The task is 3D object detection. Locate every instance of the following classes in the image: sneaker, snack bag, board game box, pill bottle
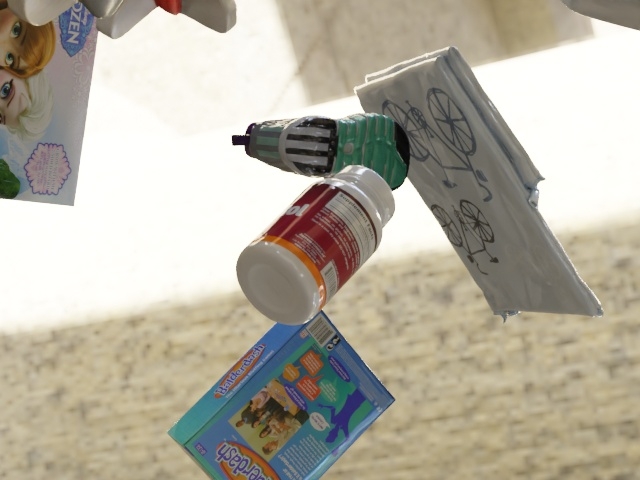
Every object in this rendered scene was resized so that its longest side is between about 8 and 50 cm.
[{"bbox_3d":[0.006,-0.099,1.785,0.224,0.098,0.083,10,89,-56],"label":"sneaker"},{"bbox_3d":[0.178,-0.054,1.923,0.342,0.037,0.323,57,-14,-7],"label":"snack bag"},{"bbox_3d":[-0.040,0.191,1.869,0.210,0.047,0.160,-45,120,-12],"label":"board game box"},{"bbox_3d":[-0.418,-0.211,2.073,0.318,0.066,0.318,5,95,-45],"label":"board game box"},{"bbox_3d":[0.000,0.000,1.512,0.152,0.086,0.086,-45,122,-40],"label":"pill bottle"}]

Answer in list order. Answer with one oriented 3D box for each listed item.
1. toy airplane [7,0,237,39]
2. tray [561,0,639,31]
[{"bbox_3d":[-0.137,-0.369,1.727,0.384,0.272,0.386,14,90,-57],"label":"toy airplane"},{"bbox_3d":[0.247,-0.240,1.522,0.145,0.030,0.270,37,0,-25],"label":"tray"}]
